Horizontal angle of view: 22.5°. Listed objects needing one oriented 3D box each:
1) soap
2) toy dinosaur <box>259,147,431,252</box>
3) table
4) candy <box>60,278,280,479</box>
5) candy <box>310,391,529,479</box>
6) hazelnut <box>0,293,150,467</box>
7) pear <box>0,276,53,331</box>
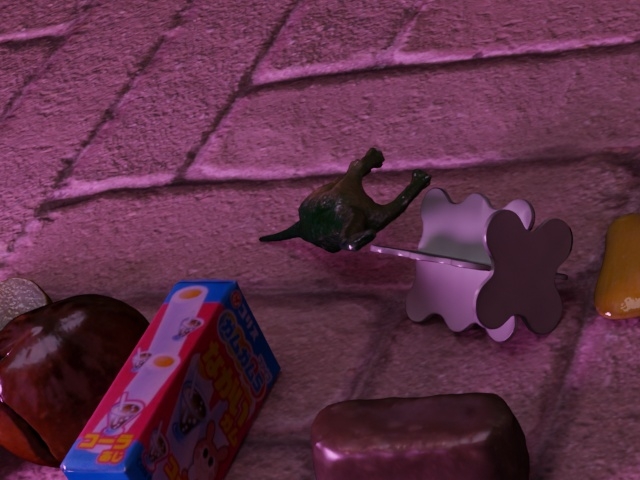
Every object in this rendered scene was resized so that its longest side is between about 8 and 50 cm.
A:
[{"bbox_3d":[0.361,0.030,1.842,0.089,0.033,0.168,-6,39,25],"label":"soap"},{"bbox_3d":[0.000,0.000,1.981,0.447,0.087,0.301,-30,14,48],"label":"toy dinosaur"},{"bbox_3d":[0.171,0.025,1.881,0.166,0.166,0.198,-44,29,-24],"label":"table"},{"bbox_3d":[-0.164,0.202,1.856,0.100,0.157,0.306,-3,39,30],"label":"candy"},{"bbox_3d":[0.103,0.225,1.692,0.234,0.104,0.102,-7,33,26],"label":"candy"},{"bbox_3d":[-0.316,0.160,1.976,0.234,0.218,0.218,-40,35,-16],"label":"hazelnut"},{"bbox_3d":[-0.421,0.126,2.189,0.141,0.104,0.141,-4,55,6],"label":"pear"}]
